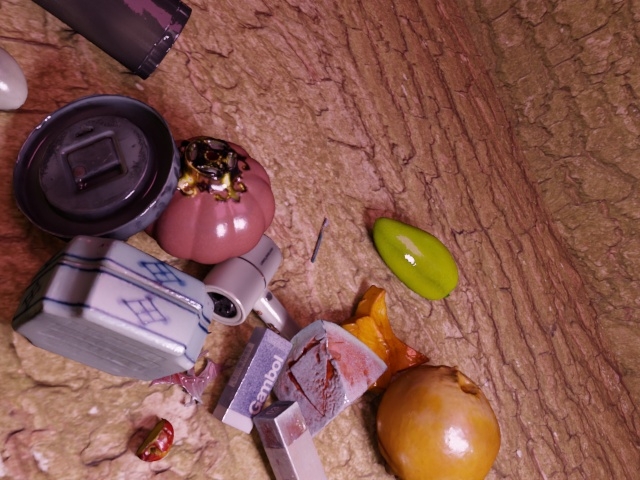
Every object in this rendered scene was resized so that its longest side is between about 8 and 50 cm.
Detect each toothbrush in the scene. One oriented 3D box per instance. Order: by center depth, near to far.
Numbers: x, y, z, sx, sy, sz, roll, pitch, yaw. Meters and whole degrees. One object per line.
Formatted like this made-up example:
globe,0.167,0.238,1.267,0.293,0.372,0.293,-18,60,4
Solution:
toothbrush,0.000,0.000,1.596,0.014,0.011,0.167,43,45,-28

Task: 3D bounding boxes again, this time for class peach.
peach,-0.309,0.385,1.074,0.050,0.077,0.083,43,2,-15

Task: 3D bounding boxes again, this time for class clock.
clock,-0.420,-0.135,1.069,0.061,0.313,0.312,77,7,-67

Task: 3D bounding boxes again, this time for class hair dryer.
hair dryer,-0.118,0.170,1.332,0.362,0.128,0.203,53,42,-22

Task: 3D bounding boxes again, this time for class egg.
egg,-0.627,-0.312,1.059,0.152,0.114,0.114,45,45,-23

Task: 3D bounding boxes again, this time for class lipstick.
lipstick,-0.034,0.530,1.208,0.080,0.076,0.371,-26,98,-48

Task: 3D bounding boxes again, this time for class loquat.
loquat,0.291,0.478,1.422,0.329,0.329,0.328,22,56,-36

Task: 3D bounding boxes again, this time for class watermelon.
watermelon,0.036,0.334,1.294,0.262,0.213,0.201,32,20,-33

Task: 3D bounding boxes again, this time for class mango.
mango,0.293,0.046,1.754,0.343,0.156,0.192,41,46,-21

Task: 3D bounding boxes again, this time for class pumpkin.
pumpkin,0.167,0.293,1.553,0.290,0.095,0.258,60,38,-9

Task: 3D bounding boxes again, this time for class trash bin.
trash bin,-0.472,-0.533,1.261,0.302,0.202,0.252,33,10,-27

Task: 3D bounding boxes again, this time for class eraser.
eraser,-0.146,0.298,1.217,0.092,0.046,0.212,42,66,-38

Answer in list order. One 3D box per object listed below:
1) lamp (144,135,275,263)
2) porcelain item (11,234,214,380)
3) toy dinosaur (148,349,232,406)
lamp,-0.243,-0.102,1.205,0.306,0.239,0.305,9,53,-12
porcelain item,-0.354,0.125,0.987,0.286,0.282,0.157,31,53,-27
toy dinosaur,-0.266,0.289,1.176,0.220,0.032,0.108,4,63,-54
